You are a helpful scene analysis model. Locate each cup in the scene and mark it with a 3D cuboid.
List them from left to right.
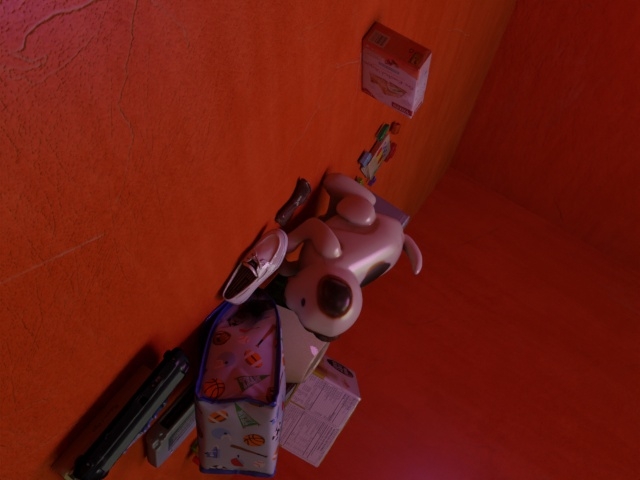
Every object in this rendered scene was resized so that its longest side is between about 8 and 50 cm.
[{"bbox_3d":[-0.111,0.327,2.017,0.331,0.237,0.331,-53,166,-19],"label":"cup"}]

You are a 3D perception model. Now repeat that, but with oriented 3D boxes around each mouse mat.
[{"bbox_3d":[-0.071,0.148,1.868,0.152,0.190,0.007,-49,146,-37],"label":"mouse mat"}]

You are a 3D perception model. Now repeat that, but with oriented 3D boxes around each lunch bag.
[{"bbox_3d":[-0.205,0.356,1.622,0.385,0.239,0.327,-86,-177,-50],"label":"lunch bag"}]

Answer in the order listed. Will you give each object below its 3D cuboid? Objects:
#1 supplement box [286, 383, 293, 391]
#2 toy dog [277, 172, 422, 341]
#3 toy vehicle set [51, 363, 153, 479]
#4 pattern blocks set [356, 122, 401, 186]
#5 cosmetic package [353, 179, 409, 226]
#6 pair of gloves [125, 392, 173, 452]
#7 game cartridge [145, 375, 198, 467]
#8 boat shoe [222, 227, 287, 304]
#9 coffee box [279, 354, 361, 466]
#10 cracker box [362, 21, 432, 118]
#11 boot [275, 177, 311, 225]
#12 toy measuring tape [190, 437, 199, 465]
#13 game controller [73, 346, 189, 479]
[{"bbox_3d":[-0.195,0.492,2.189,0.194,0.191,0.129,-38,156,-59],"label":"supplement box"},{"bbox_3d":[0.052,0.087,1.756,0.407,0.396,0.284,-59,180,-37],"label":"toy dog"},{"bbox_3d":[-0.454,0.409,1.359,0.267,0.035,0.166,-51,166,-28],"label":"toy vehicle set"},{"bbox_3d":[0.197,-0.291,2.187,0.285,0.026,0.325,-55,167,-14],"label":"pattern blocks set"},{"bbox_3d":[0.165,-0.086,2.071,0.127,0.238,0.107,-58,168,-4],"label":"cosmetic package"},{"bbox_3d":[-0.418,0.441,1.486,0.198,0.023,0.159,-51,-178,8],"label":"pair of gloves"},{"bbox_3d":[-0.390,0.503,1.798,0.297,0.062,0.198,-48,168,-38],"label":"game cartridge"},{"bbox_3d":[-0.160,0.068,1.553,0.226,0.083,0.076,-58,169,2],"label":"boat shoe"},{"bbox_3d":[-0.065,0.652,2.576,0.338,0.334,0.337,-59,-176,5],"label":"coffee box"},{"bbox_3d":[0.183,-0.414,1.543,0.067,0.156,0.232,-55,167,-12],"label":"cracker box"},{"bbox_3d":[-0.073,-0.096,1.616,0.114,0.037,0.106,-46,162,-26],"label":"boot"},{"bbox_3d":[-0.403,0.793,2.300,0.121,0.121,0.330,-53,167,-21],"label":"toy measuring tape"},{"bbox_3d":[-0.390,0.367,1.316,0.319,0.067,0.166,-52,180,-25],"label":"game controller"}]
